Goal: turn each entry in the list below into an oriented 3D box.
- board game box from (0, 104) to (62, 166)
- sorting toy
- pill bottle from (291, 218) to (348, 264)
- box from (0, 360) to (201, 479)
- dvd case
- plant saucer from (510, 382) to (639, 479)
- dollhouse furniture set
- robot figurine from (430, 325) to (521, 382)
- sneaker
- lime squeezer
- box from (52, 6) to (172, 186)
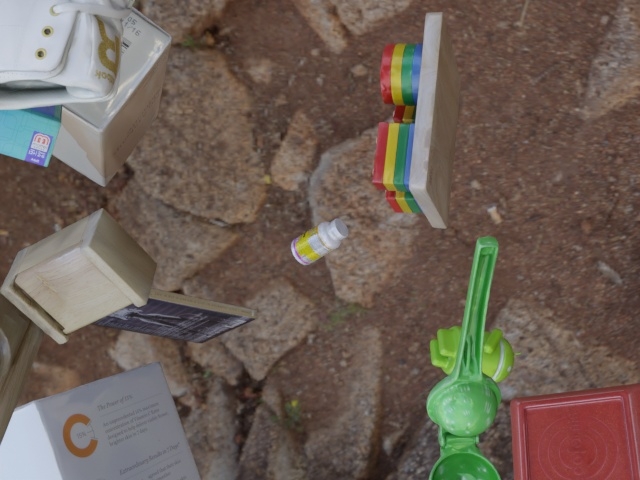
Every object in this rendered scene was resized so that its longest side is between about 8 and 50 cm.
[{"bbox_3d":[-0.335,-0.144,0.717,0.047,0.210,0.160,-64,26,20],"label":"board game box"},{"bbox_3d":[0.145,-0.170,1.234,0.089,0.257,0.255,4,80,16],"label":"sorting toy"},{"bbox_3d":[0.000,0.000,1.193,0.083,0.043,0.043,-31,76,31],"label":"pill bottle"},{"bbox_3d":[-0.267,0.353,1.013,0.168,0.215,0.345,-24,83,29],"label":"box"},{"bbox_3d":[-0.220,0.096,1.081,0.164,0.221,0.018,-28,55,51],"label":"dvd case"},{"bbox_3d":[0.469,0.387,1.488,0.259,0.048,0.258,-13,53,27],"label":"plant saucer"},{"bbox_3d":[-0.199,0.026,0.352,0.182,0.161,0.101,-25,35,21],"label":"dollhouse furniture set"},{"bbox_3d":[0.205,0.151,1.087,0.067,0.115,0.101,-91,20,-46],"label":"robot figurine"},{"bbox_3d":[-0.137,-0.184,0.573,0.292,0.108,0.169,-17,77,19],"label":"sneaker"},{"bbox_3d":[0.105,0.151,0.594,0.059,0.110,0.310,-1,91,12],"label":"lime squeezer"},{"bbox_3d":[-0.285,-0.184,1.037,0.121,0.148,0.311,34,167,-7],"label":"box"}]
